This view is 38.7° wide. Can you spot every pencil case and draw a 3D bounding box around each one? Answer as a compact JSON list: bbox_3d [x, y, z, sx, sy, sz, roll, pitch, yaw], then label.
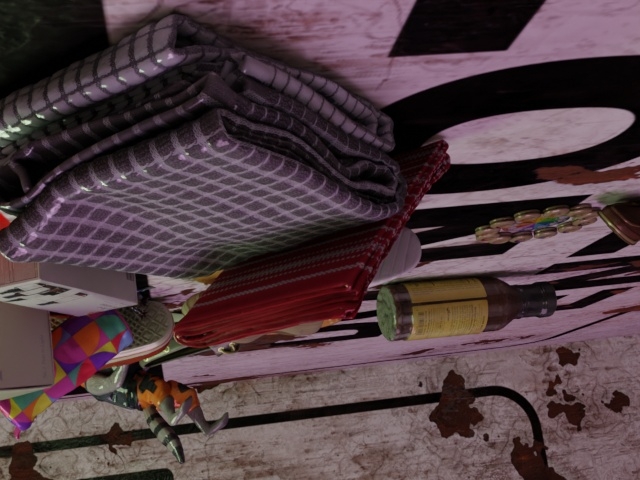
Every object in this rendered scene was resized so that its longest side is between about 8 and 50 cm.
[{"bbox_3d":[-0.403,0.191,1.411,0.236,0.104,0.104,-40,178,-19],"label":"pencil case"}]

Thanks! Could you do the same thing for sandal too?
[{"bbox_3d":[0.008,0.047,1.244,0.265,0.102,0.076,-11,164,5],"label":"sandal"}]

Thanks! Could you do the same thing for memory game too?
[{"bbox_3d":[0.314,-0.022,1.322,0.186,0.012,0.186,-7,168,-2],"label":"memory game"}]

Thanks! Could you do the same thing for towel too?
[{"bbox_3d":[0.000,0.000,0.843,0.198,0.031,0.275,-15,-157,33],"label":"towel"},{"bbox_3d":[-0.093,-0.051,0.716,0.235,0.121,0.283,-16,165,30],"label":"towel"}]

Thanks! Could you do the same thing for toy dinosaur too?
[{"bbox_3d":[-0.297,0.095,1.423,0.090,0.047,0.082,-3,152,27],"label":"toy dinosaur"}]

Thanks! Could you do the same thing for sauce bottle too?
[{"bbox_3d":[0.280,0.125,1.719,0.344,0.111,0.111,-2,166,-17],"label":"sauce bottle"}]

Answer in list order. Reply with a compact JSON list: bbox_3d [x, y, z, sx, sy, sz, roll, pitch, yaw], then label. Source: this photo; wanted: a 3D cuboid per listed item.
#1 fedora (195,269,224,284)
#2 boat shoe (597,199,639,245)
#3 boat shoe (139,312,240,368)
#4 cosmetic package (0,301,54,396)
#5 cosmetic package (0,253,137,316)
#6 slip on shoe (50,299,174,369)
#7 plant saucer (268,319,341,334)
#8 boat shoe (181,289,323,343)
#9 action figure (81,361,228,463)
[{"bbox_3d":[-0.067,0.008,1.082,0.194,0.079,0.194,-3,172,0],"label":"fedora"},{"bbox_3d":[0.441,-0.033,1.262,0.178,0.064,0.060,6,131,-50],"label":"boat shoe"},{"bbox_3d":[-0.197,0.173,1.692,0.305,0.091,0.109,-9,167,8],"label":"boat shoe"},{"bbox_3d":[-0.515,0.156,1.293,0.309,0.160,0.113,-16,165,38],"label":"cosmetic package"},{"bbox_3d":[-0.332,0.051,1.157,0.098,0.060,0.239,-10,167,15],"label":"cosmetic package"},{"bbox_3d":[-0.405,0.179,1.535,0.331,0.123,0.101,-12,157,-3],"label":"slip on shoe"},{"bbox_3d":[-0.058,0.154,1.817,0.200,0.037,0.200,-7,168,-2],"label":"plant saucer"},{"bbox_3d":[-0.094,0.096,1.451,0.285,0.104,0.089,0,128,-48],"label":"boat shoe"},{"bbox_3d":[-0.384,0.291,1.795,0.330,0.179,0.341,22,-178,24],"label":"action figure"}]
